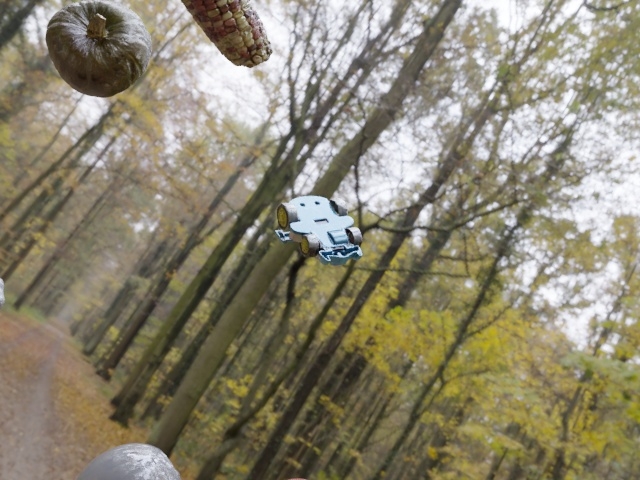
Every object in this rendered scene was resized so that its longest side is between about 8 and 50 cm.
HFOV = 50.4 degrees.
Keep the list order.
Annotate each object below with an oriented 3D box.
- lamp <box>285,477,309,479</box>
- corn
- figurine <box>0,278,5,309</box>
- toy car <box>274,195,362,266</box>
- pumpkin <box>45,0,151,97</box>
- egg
[{"bbox_3d":[-0.028,0.376,0.798,0.182,0.182,0.140,22,2,30],"label":"lamp"},{"bbox_3d":[-0.167,-0.381,0.997,0.098,0.098,0.290,12,-35,49],"label":"corn"},{"bbox_3d":[-0.659,0.001,1.069,0.207,0.166,0.387,63,1,41],"label":"figurine"},{"bbox_3d":[0.000,0.000,1.183,0.161,0.126,0.098,58,-36,35],"label":"toy car"},{"bbox_3d":[-0.464,-0.413,1.437,0.219,0.219,0.162,32,-24,2],"label":"pumpkin"},{"bbox_3d":[-0.300,0.408,1.041,0.176,0.232,0.176,22,24,-11],"label":"egg"}]
